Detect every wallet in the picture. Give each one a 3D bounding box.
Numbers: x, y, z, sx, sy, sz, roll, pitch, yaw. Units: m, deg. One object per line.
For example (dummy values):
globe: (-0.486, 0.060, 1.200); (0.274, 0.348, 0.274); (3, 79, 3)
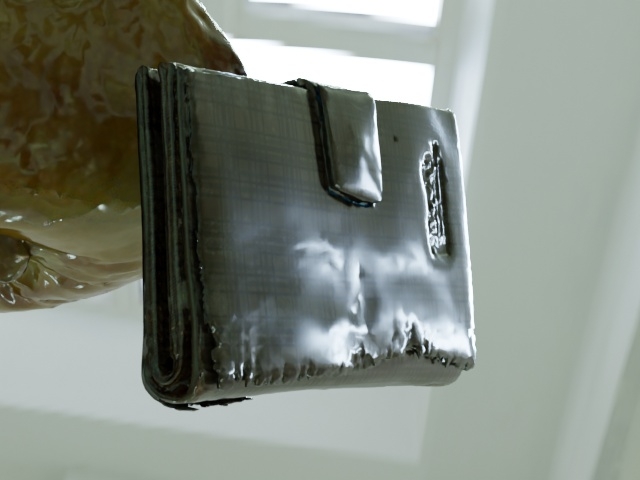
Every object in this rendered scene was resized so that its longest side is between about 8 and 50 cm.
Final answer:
wallet: (0.000, 0.000, 0.775); (0.042, 0.230, 0.124); (-6, -95, 30)

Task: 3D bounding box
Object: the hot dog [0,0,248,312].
hot dog: (-0.216, -0.131, 0.778); (0.223, 0.185, 0.405); (-33, -83, -23)
